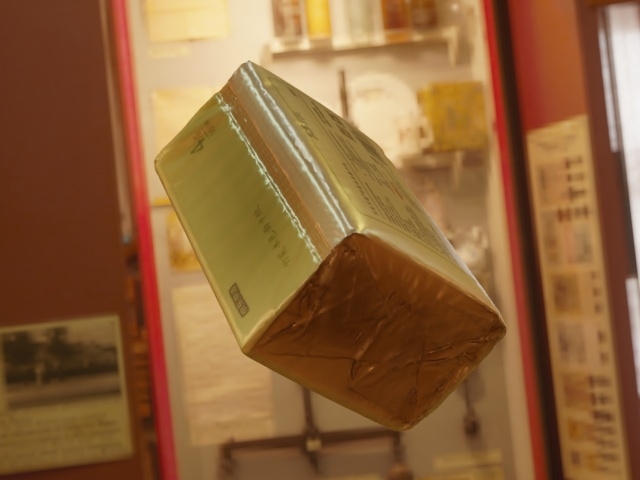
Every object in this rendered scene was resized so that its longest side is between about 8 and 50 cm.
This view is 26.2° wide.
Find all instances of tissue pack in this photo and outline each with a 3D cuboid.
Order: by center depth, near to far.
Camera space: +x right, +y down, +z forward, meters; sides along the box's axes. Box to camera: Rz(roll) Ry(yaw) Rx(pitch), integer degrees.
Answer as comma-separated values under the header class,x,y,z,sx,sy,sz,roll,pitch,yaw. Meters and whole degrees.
class,x,y,z,sx,sy,sz,roll,pitch,yaw
tissue pack,0.000,0.000,0.951,0.159,0.125,0.234,31,18,-37
